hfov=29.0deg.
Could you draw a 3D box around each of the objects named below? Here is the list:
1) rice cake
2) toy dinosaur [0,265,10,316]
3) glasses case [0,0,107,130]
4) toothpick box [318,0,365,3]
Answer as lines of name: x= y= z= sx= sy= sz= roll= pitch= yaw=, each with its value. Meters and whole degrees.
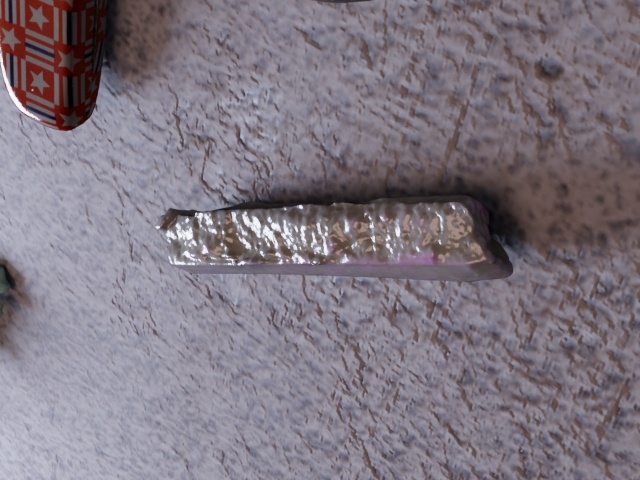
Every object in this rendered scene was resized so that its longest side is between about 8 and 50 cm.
rice cake: x=0.000 y=-0.001 z=0.756 sx=0.270 sy=0.055 sz=0.049 roll=0 pitch=92 yaw=41
toy dinosaur: x=-0.386 y=0.140 z=1.169 sx=0.383 sy=0.076 sz=0.129 roll=-33 pitch=56 yaw=41
glasses case: x=-0.178 y=-0.168 z=0.832 sx=0.073 sy=0.049 sz=0.194 roll=24 pitch=128 yaw=17
toothpick box: x=0.061 y=-0.298 z=0.279 sx=0.409 sy=0.409 sz=0.425 roll=-11 pitch=98 yaw=46
